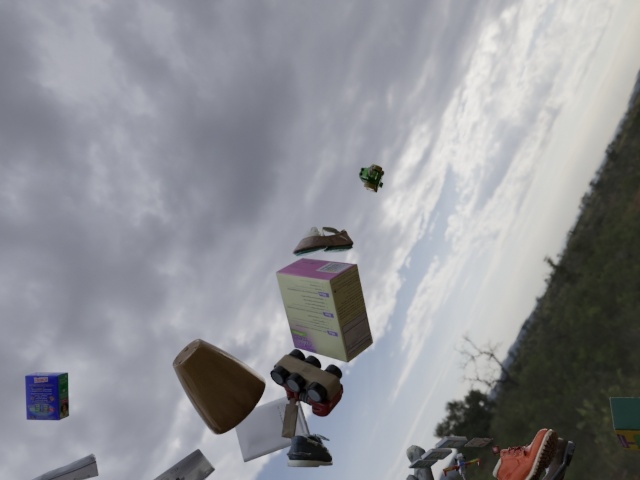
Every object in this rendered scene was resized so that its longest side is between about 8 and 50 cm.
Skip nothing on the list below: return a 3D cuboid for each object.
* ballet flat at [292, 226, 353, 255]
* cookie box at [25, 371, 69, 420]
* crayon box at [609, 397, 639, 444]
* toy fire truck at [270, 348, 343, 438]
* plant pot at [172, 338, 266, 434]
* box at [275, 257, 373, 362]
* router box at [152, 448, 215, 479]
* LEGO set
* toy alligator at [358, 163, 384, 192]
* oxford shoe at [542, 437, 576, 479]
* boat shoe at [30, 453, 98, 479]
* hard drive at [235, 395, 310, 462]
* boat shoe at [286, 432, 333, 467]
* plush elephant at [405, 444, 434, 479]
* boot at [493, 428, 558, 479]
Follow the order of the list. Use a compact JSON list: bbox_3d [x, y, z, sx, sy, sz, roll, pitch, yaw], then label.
[{"bbox_3d":[0.000,0.000,2.116,0.107,0.106,0.316,-27,-15,39],"label":"ballet flat"},{"bbox_3d":[-0.658,0.374,1.307,0.040,0.091,0.107,2,-94,-79],"label":"cookie box"},{"bbox_3d":[1.085,0.570,1.662,0.363,0.313,0.106,42,-134,-48],"label":"crayon box"},{"bbox_3d":[-0.048,0.503,1.700,0.158,0.217,0.247,-40,-45,-43],"label":"toy fire truck"},{"bbox_3d":[-0.345,0.446,1.742,0.254,0.237,0.237,51,-121,-17],"label":"plant pot"},{"bbox_3d":[0.011,0.186,1.504,0.117,0.213,0.243,-26,-69,-41],"label":"box"},{"bbox_3d":[-0.467,0.729,1.437,0.301,0.082,0.335,-46,-11,6],"label":"router box"},{"bbox_3d":[0.393,0.614,1.512,0.244,0.060,0.182,14,-51,-29],"label":"LEGO set"},{"bbox_3d":[0.113,-0.154,1.275,0.189,0.051,0.056,22,-91,-75],"label":"toy alligator"},{"bbox_3d":[0.734,0.710,1.723,0.227,0.096,0.083,-28,-50,-49],"label":"oxford shoe"},{"bbox_3d":[-0.777,0.716,1.613,0.226,0.076,0.083,-22,-10,-5],"label":"boat shoe"},{"bbox_3d":[-0.214,0.812,2.358,0.307,0.203,0.040,-22,-21,7],"label":"hard drive"},{"bbox_3d":[-0.026,0.533,1.382,0.254,0.095,0.079,45,-136,-63],"label":"boat shoe"},{"bbox_3d":[0.256,0.849,1.630,0.330,0.255,0.272,-96,-19,-56],"label":"plush elephant"},{"bbox_3d":[0.371,0.396,0.990,0.059,0.084,0.158,4,-67,-39],"label":"boot"}]
